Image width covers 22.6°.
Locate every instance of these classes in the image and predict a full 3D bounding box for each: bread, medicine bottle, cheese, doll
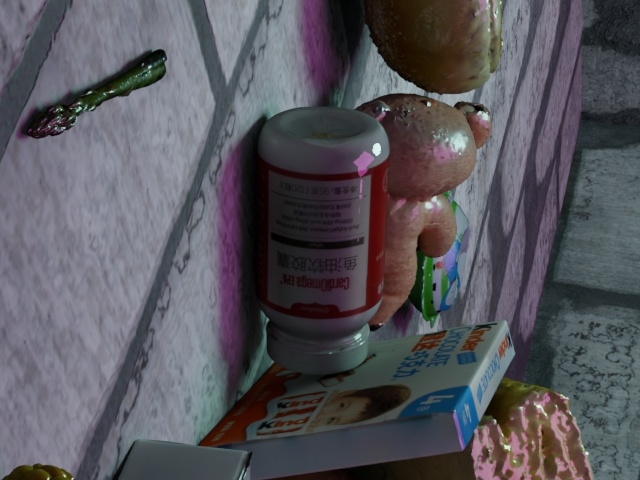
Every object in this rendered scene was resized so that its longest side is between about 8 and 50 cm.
[{"bbox_3d":[0.136,0.256,1.727,0.375,0.165,0.236,9,-61,63],"label":"bread"},{"bbox_3d":[0.000,0.000,1.596,0.131,0.131,0.250,-53,148,-61],"label":"medicine bottle"},{"bbox_3d":[0.169,-0.016,2.319,0.204,0.083,0.320,-63,157,-51],"label":"cheese"},{"bbox_3d":[0.123,-0.314,1.792,0.305,0.159,0.305,-2,90,-82],"label":"bread"},{"bbox_3d":[0.062,-0.042,1.849,0.201,0.156,0.303,2,123,-37],"label":"doll"}]

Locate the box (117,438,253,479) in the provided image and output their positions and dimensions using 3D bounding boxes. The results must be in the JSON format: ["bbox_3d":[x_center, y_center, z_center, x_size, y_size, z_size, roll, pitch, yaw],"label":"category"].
[{"bbox_3d":[-0.135,0.332,1.289,0.299,0.106,0.200,-68,160,-53],"label":"box"}]

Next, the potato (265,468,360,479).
[{"bbox_3d":[0.053,0.418,1.679,0.290,0.296,0.397,-34,138,-75],"label":"potato"}]

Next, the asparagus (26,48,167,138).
[{"bbox_3d":[-0.156,-0.107,1.165,0.022,0.023,0.233,51,24,-3],"label":"asparagus"}]

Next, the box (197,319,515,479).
[{"bbox_3d":[0.042,0.158,1.591,0.273,0.265,0.048,-42,120,-69],"label":"box"}]

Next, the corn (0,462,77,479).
[{"bbox_3d":[-0.217,0.278,0.997,0.102,0.102,0.313,81,23,-49],"label":"corn"}]
